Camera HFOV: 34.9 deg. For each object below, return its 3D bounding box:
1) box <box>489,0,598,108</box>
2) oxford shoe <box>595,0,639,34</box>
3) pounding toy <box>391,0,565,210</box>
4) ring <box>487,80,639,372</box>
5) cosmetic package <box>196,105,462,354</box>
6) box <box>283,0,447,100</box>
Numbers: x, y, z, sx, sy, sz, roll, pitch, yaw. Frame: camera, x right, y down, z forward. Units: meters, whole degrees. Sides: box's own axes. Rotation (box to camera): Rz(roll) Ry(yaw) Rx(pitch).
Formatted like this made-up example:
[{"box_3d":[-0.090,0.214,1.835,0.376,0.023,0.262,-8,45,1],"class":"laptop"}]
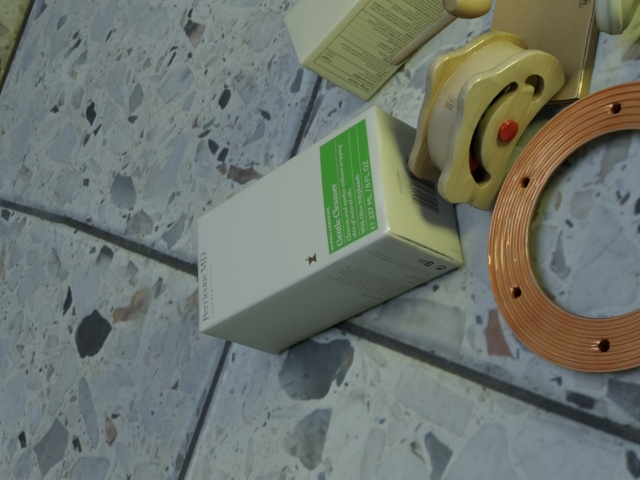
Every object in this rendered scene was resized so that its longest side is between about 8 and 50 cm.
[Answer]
[{"box_3d":[0.281,-0.263,1.300,0.164,0.021,0.201,0,74,49],"class":"box"},{"box_3d":[0.420,-0.442,1.137,0.130,0.169,0.449,22,92,15],"class":"oxford shoe"},{"box_3d":[0.187,-0.185,1.254,0.155,0.154,0.270,45,135,44],"class":"pounding toy"},{"box_3d":[0.327,-0.017,1.129,0.336,0.032,0.337,-23,58,42],"class":"ring"},{"box_3d":[0.000,0.000,1.396,0.365,0.155,0.197,-29,54,36],"class":"cosmetic package"},{"box_3d":[0.103,-0.363,1.453,0.311,0.148,0.121,-43,45,26],"class":"box"}]
